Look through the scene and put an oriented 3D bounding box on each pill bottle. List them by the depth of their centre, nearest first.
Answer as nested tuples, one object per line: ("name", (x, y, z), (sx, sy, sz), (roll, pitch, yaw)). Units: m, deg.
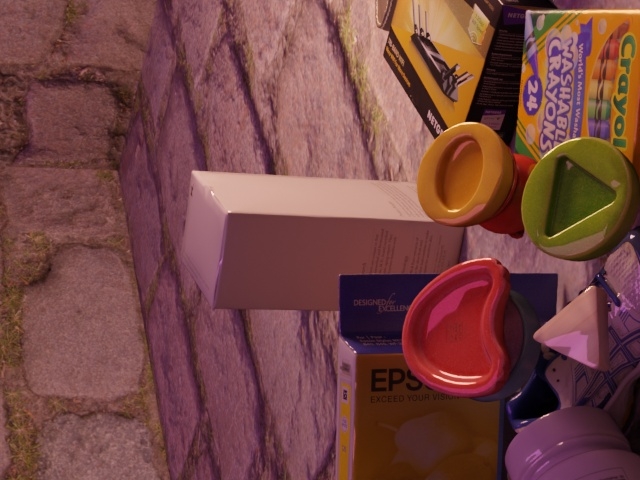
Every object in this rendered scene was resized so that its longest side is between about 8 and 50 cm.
("pill bottle", (0.304, 0.322, 1.413), (0.283, 0.160, 0.160), (-109, 28, -45))

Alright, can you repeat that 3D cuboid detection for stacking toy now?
("stacking toy", (0.238, 0.031, 1.466), (0.279, 0.130, 0.309), (-1, 74, 43))

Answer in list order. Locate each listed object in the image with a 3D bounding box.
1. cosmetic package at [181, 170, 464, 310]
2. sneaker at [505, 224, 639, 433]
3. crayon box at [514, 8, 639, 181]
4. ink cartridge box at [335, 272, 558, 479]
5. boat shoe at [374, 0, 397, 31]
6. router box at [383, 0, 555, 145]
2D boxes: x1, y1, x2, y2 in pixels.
("cosmetic package", (0.000, 0.000, 1.963), (0.197, 0.365, 0.155), (-130, 45, -62))
("sneaker", (0.298, 0.115, 1.486), (0.112, 0.131, 0.296), (-115, 34, -54))
("crayon box", (0.327, -0.153, 1.488), (0.323, 0.083, 0.203), (-157, 69, -68))
("ink cartridge box", (0.164, 0.194, 1.595), (0.072, 0.303, 0.307), (-166, 77, -66))
("boat shoe", (0.110, -0.472, 2.081), (0.109, 0.091, 0.305), (-140, 54, -65))
("router box", (0.194, -0.285, 1.857), (0.309, 0.081, 0.243), (-115, 33, -50))
